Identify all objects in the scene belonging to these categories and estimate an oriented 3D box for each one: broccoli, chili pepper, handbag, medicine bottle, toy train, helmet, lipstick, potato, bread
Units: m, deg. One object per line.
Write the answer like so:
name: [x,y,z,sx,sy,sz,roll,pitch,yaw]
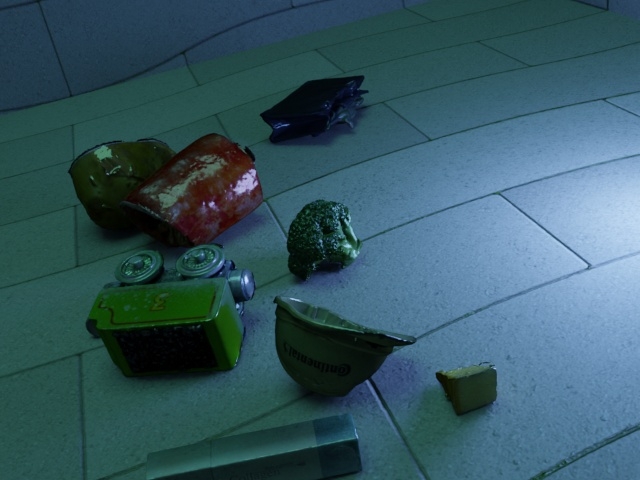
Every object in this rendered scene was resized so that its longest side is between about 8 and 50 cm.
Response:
broccoli: [0.000,0.000,1.748,0.195,0.156,0.195,-44,26,28]
chili pepper: [-0.308,-0.096,2.008,0.251,0.229,0.305,36,62,18]
handbag: [0.002,-0.407,2.513,0.269,0.118,0.326,-1,30,34]
medicine bottle: [-0.452,0.130,1.772,0.057,0.058,0.199,-7,29,10]
toy train: [-0.287,0.139,1.587,0.307,0.173,0.249,-6,38,12]
helmet: [0.022,0.194,1.386,0.257,0.137,0.204,16,0,29]
lipstick: [-0.099,0.333,1.231,0.317,0.066,0.068,-10,27,-3]
potato: [-0.497,-0.133,2.151,0.246,0.196,0.299,-35,-13,37]
bread: [0.236,0.214,1.320,0.084,0.080,0.109,-13,30,-7]
